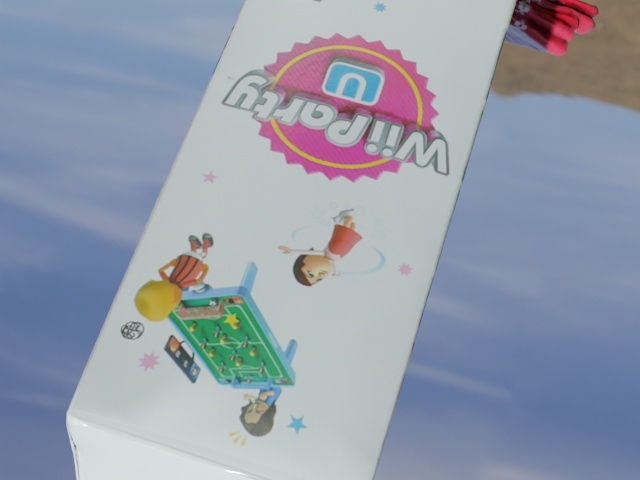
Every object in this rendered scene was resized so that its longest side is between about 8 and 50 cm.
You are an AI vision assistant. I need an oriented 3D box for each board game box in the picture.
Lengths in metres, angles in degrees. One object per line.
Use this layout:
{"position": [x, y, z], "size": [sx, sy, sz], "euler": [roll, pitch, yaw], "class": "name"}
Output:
{"position": [0.000, 0.000, 0.583], "size": [0.097, 0.303, 0.224], "euler": [17, 148, 4], "class": "board game box"}

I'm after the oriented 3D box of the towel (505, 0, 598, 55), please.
{"position": [0.001, -0.179, 0.763], "size": [0.274, 0.031, 0.199], "euler": [31, -175, -13], "class": "towel"}
